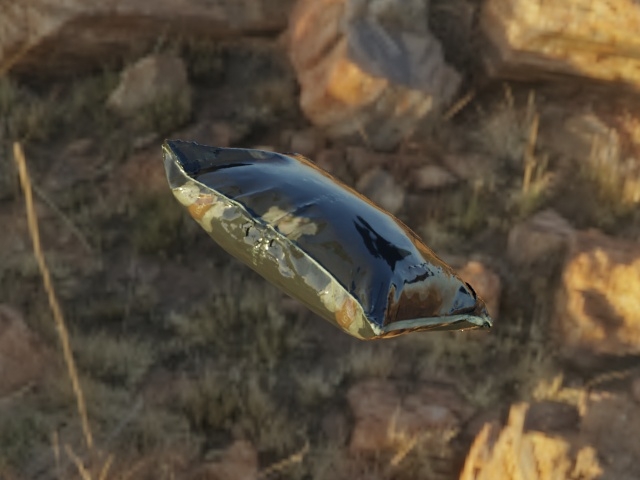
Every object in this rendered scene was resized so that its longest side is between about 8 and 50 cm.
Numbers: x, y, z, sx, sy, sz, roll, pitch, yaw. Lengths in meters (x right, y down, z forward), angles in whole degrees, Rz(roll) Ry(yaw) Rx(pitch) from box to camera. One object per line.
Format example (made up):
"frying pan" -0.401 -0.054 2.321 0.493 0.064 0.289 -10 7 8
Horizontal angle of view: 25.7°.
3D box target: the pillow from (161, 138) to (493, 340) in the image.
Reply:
"pillow" 0.000 0.001 0.638 0.150 0.048 0.090 37 37 31
